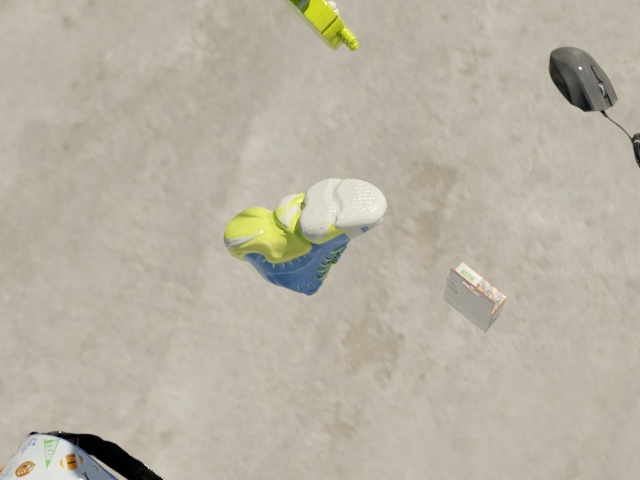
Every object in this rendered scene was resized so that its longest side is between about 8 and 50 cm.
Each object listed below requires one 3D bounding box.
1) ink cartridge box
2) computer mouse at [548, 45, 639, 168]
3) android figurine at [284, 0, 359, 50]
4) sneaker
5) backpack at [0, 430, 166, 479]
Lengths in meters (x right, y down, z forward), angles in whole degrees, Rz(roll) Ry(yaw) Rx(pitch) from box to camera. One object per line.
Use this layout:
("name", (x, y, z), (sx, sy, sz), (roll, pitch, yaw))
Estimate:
("ink cartridge box", (0.168, 0.057, 1.194), (0.063, 0.115, 0.029), (39, 76, 15))
("computer mouse", (0.391, -0.171, 1.466), (0.071, 0.041, 0.242), (-28, 72, -38))
("android figurine", (-0.037, -0.424, 1.888), (0.273, 0.248, 0.056), (45, 94, 5))
("sneaker", (0.000, 0.000, 1.363), (0.240, 0.126, 0.091), (-8, 43, 38))
("backpack", (-0.351, 0.398, 1.551), (0.276, 0.263, 0.213), (-29, 14, 50))
